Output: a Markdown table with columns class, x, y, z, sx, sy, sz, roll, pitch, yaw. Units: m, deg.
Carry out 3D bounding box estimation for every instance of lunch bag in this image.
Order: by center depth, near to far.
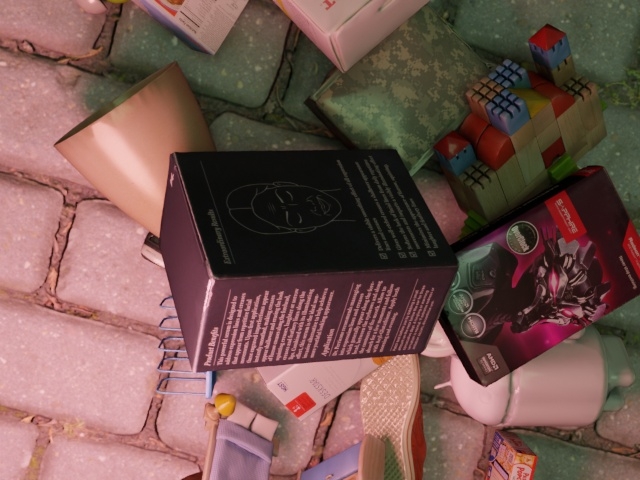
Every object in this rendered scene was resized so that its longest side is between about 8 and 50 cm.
| class | x | y | z | sx | sy | sz | roll | pitch | yaw |
| --- | --- | --- | --- | --- | --- | --- | --- | --- | --- |
| lunch bag | 0.149 | -0.273 | 1.802 | 0.235 | 0.169 | 0.287 | 45 | 89 | -6 |

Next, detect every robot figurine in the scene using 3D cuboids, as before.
| class | x | y | z | sx | sy | sz | roll | pitch | yaw |
| --- | --- | --- | --- | --- | --- | --- | --- | --- | --- |
| robot figurine | 0.397 | 0.247 | 1.869 | 0.354 | 0.199 | 0.300 | 2 | 128 | -7 |

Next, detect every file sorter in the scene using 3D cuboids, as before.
| class | x | y | z | sx | sy | sz | roll | pitch | yaw |
| --- | --- | --- | --- | --- | --- | --- | --- | --- | --- |
| file sorter | -0.244 | 0.193 | 1.845 | 0.105 | 0.118 | 0.170 | 3 | 96 | -3 |

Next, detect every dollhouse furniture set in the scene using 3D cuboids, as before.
| class | x | y | z | sx | sy | sz | roll | pitch | yaw |
| --- | --- | --- | --- | --- | --- | --- | --- | --- | --- |
| dollhouse furniture set | -0.067 | 0.425 | 1.756 | 0.303 | 0.286 | 0.198 | 34 | 128 | -25 |

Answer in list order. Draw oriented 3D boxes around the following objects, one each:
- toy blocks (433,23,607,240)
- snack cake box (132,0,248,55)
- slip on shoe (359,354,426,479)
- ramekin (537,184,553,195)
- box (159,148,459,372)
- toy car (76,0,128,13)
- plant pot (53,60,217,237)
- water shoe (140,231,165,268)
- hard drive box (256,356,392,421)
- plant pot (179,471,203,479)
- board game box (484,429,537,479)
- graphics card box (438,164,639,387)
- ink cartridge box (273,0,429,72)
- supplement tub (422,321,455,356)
| class | x | y | z | sx | sy | sz | roll | pitch | yaw |
| --- | --- | --- | --- | --- | --- | --- | --- | --- | --- |
| toy blocks | 0.346 | -0.196 | 1.749 | 0.381 | 0.191 | 0.261 | -41 | 140 | -6 |
| snack cake box | -0.255 | -0.457 | 1.716 | 0.264 | 0.089 | 0.152 | 36 | 83 | -39 |
| slip on shoe | 0.147 | 0.347 | 1.914 | 0.123 | 0.101 | 0.331 | -4 | 85 | 29 |
| ramekin | 0.435 | 0.018 | 1.884 | 0.273 | 0.127 | 0.272 | -1 | 97 | -6 |
| box | -0.031 | 0.022 | 1.595 | 0.396 | 0.293 | 0.212 | -2 | 133 | -20 |
| toy car | -0.391 | -0.498 | 1.744 | 0.159 | 0.136 | 0.182 | -39 | 98 | -1 |
| plant pot | -0.278 | -0.130 | 1.754 | 0.256 | 0.256 | 0.274 | -35 | 106 | -1 |
| water shoe | -0.229 | 0.034 | 1.851 | 0.203 | 0.073 | 0.080 | 24 | 88 | -8 |
| hard drive box | 0.009 | 0.204 | 1.836 | 0.232 | 0.181 | 0.089 | -35 | 54 | 0 |
| plant pot | -0.202 | 0.564 | 1.832 | 0.215 | 0.230 | 0.215 | -1 | 96 | -6 |
| board game box | 0.353 | 0.479 | 1.918 | 0.045 | 0.147 | 0.193 | 11 | 96 | -6 |
| graphics card box | 0.369 | 0.058 | 1.708 | 0.371 | 0.094 | 0.232 | -29 | 98 | -6 |
| ink cartridge box | 0.010 | -0.520 | 1.695 | 0.279 | 0.160 | 0.384 | -41 | 72 | -1 |
| supplement tub | 0.199 | 0.126 | 1.837 | 0.144 | 0.199 | 0.144 | -1 | 96 | -5 |
